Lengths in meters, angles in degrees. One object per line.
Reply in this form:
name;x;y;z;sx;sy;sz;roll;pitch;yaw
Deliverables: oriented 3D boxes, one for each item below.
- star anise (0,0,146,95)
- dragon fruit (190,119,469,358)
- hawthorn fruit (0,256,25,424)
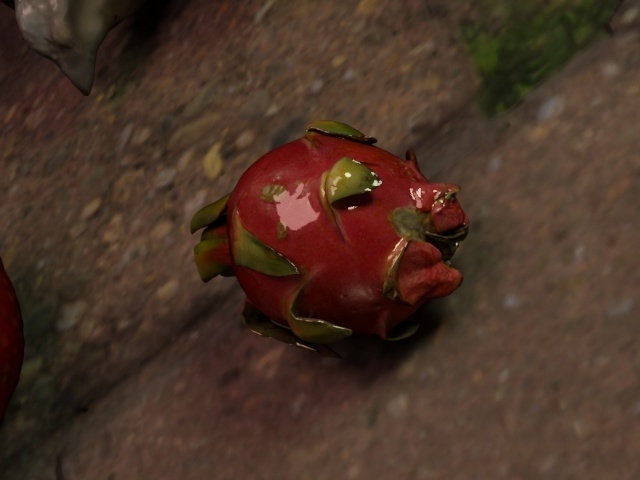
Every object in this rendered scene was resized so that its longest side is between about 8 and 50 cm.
star anise;-0.118;-0.213;0.922;0.359;0.139;0.316;-50;34;17
dragon fruit;-0.001;-0.002;0.697;0.116;0.081;0.086;14;84;48
hawthorn fruit;-0.233;0.038;0.804;0.179;0.200;0.179;-19;54;29
